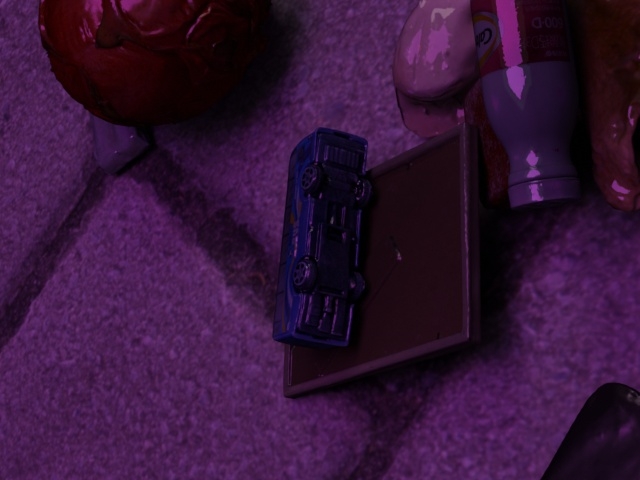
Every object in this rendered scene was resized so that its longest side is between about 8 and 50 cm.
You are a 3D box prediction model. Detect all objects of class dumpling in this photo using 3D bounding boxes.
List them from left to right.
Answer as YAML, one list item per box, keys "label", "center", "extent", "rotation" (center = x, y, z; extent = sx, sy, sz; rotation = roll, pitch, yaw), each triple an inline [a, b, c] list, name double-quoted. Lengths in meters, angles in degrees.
- label: "dumpling"
  center: [0.147, -0.202, 1.509]
  extent: [0.136, 0.118, 0.199]
  rotation: [19, 117, 31]

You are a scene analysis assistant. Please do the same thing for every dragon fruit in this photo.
- label: "dragon fruit"
  center: [-0.211, -0.277, 1.747]
  extent: [0.343, 0.277, 0.277]
  rotation: [-31, 56, 29]

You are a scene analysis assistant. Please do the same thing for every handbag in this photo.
- label: "handbag"
  center: [0.248, 0.304, 1.245]
  extent: [0.192, 0.075, 0.332]
  rotation: [32, 98, 42]

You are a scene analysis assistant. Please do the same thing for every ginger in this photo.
- label: "ginger"
  center: [0.295, -0.154, 1.346]
  extent: [0.221, 0.130, 0.275]
  rotation: [-22, 61, 47]

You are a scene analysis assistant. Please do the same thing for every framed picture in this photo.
- label: "framed picture"
  center: [0.059, 0.031, 1.510]
  extent: [0.324, 0.020, 0.240]
  rotation: [-26, 57, 49]

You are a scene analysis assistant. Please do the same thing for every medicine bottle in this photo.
- label: "medicine bottle"
  center: [0.197, -0.139, 1.307]
  extent: [0.090, 0.090, 0.216]
  rotation: [-12, 82, 39]

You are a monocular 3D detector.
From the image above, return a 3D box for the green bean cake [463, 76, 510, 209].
- label: "green bean cake"
  center: [0.195, -0.108, 1.418]
  extent: [0.135, 0.056, 0.135]
  rotation: [125, 137, -73]

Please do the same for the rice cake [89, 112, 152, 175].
- label: "rice cake"
  center: [-0.292, -0.201, 1.949]
  extent: [0.085, 0.040, 0.226]
  rotation: [-36, 53, 28]

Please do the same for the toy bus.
- label: "toy bus"
  center: [-0.003, 0.000, 1.524]
  extent: [0.094, 0.079, 0.236]
  rotation: [-18, 62, 55]
